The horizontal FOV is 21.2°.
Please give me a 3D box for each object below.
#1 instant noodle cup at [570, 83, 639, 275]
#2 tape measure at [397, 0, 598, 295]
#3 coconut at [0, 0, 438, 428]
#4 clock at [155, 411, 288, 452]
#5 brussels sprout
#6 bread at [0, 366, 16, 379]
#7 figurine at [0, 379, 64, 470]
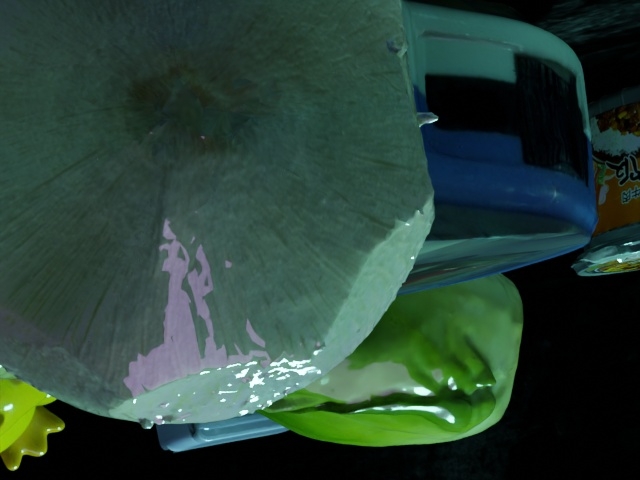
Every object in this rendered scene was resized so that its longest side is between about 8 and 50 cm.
[{"bbox_3d":[0.263,-0.052,1.258,0.177,0.125,0.208,-14,172,32],"label":"instant noodle cup"},{"bbox_3d":[0.023,-0.043,0.954,0.262,0.138,0.259,-5,172,-36],"label":"tape measure"},{"bbox_3d":[-0.057,-0.028,0.670,0.224,0.224,0.234,-8,174,-19],"label":"coconut"},{"bbox_3d":[-0.093,0.090,1.593,0.144,0.193,0.073,-6,170,-37],"label":"clock"},{"bbox_3d":[0.018,0.045,1.343,0.294,0.227,0.259,16,176,-8],"label":"brussels sprout"},{"bbox_3d":[-0.153,0.009,1.062,0.267,0.152,0.130,-3,179,-36],"label":"bread"},{"bbox_3d":[-0.276,0.099,1.239,0.215,0.187,0.344,-36,165,-22],"label":"figurine"}]
